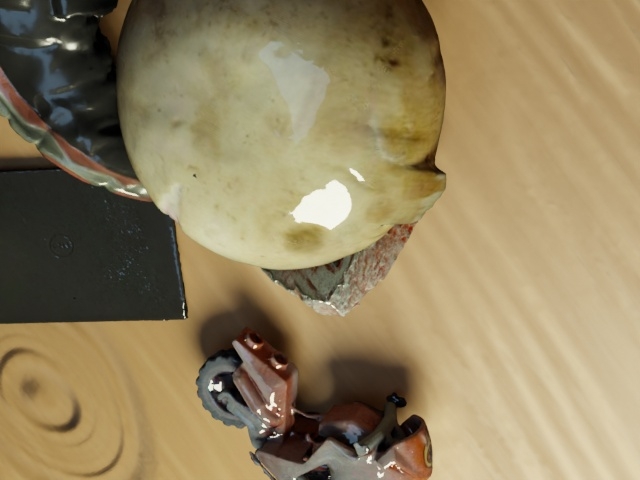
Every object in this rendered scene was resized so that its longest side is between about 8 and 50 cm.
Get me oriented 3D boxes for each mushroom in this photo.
[{"bbox_3d":[-0.024,-0.097,1.221,0.255,0.184,0.254,3,102,14],"label":"mushroom"}]

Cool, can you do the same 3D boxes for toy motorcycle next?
[{"bbox_3d":[0.004,0.146,1.386,0.212,0.084,0.118,39,124,3],"label":"toy motorcycle"}]

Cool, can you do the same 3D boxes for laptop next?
[{"bbox_3d":[-0.206,0.003,1.422,0.197,0.016,0.135,-1,110,14],"label":"laptop"}]

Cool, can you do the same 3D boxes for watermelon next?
[{"bbox_3d":[0.000,0.000,1.312,0.187,0.139,0.071,-15,148,18],"label":"watermelon"}]

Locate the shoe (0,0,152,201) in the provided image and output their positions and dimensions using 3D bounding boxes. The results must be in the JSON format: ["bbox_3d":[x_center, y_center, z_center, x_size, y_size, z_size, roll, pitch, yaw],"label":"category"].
[{"bbox_3d":[-0.197,-0.155,1.309,0.137,0.114,0.291,-41,103,9],"label":"shoe"}]
